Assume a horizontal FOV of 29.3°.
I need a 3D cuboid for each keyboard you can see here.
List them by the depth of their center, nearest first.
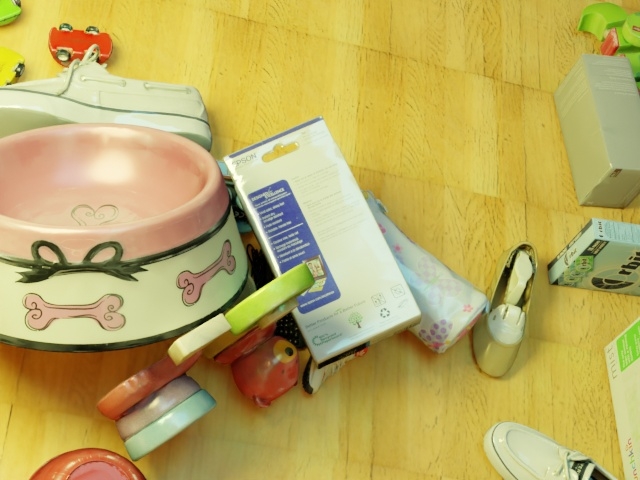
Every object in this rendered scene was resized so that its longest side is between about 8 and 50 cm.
[{"bbox_3d":[-0.060,0.063,1.808,0.100,0.038,0.192,9,58,-13],"label":"keyboard"}]

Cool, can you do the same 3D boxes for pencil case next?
[{"bbox_3d":[0.120,0.047,1.833,0.273,0.113,0.124,42,54,8],"label":"pencil case"}]

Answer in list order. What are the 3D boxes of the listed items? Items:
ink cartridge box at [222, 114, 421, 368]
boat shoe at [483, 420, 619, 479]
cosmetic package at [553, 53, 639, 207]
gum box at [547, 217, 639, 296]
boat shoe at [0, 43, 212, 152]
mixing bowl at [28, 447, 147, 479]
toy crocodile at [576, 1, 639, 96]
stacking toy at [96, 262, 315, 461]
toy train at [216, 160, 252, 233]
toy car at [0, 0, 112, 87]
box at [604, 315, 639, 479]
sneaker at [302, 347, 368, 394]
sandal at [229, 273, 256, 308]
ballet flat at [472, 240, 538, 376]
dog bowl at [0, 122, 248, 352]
[{"bbox_3d":[0.000,0.000,1.742,0.165,0.065,0.332,-23,75,-5],"label":"ink cartridge box"},{"bbox_3d":[0.359,0.343,1.756,0.267,0.088,0.096,39,57,6],"label":"boat shoe"},{"bbox_3d":[0.483,-0.186,2.084,0.107,0.127,0.238,0,63,-18],"label":"cosmetic package"},{"bbox_3d":[0.478,0.030,1.937,0.184,0.157,0.041,9,59,-15],"label":"gum box"},{"bbox_3d":[-0.342,-0.213,1.814,0.367,0.136,0.156,2,61,-21],"label":"boat shoe"},{"bbox_3d":[-0.286,0.333,1.538,0.181,0.098,0.181,8,60,-14],"label":"mixing bowl"},{"bbox_3d":[0.562,-0.290,2.180,0.105,0.115,0.340,-8,62,-17],"label":"toy crocodile"},{"bbox_3d":[-0.114,0.171,1.582,0.309,0.279,0.130,-32,86,-38],"label":"stacking toy"},{"bbox_3d":[-0.159,-0.076,1.832,0.184,0.080,0.105,7,53,-15],"label":"toy train"},{"bbox_3d":[-0.469,-0.319,1.882,0.239,0.053,0.225,-28,73,-31],"label":"toy car"},{"bbox_3d":[0.540,0.232,1.796,0.127,0.231,0.262,7,60,-16],"label":"box"},{"bbox_3d":[0.029,0.158,1.770,0.075,0.057,0.161,22,53,1],"label":"sneaker"},{"bbox_3d":[-0.194,0.020,1.763,0.240,0.088,0.079,18,28,5],"label":"sandal"},{"bbox_3d":[0.287,0.097,1.884,0.080,0.073,0.232,20,57,-6],"label":"ballet flat"},{"bbox_3d":[-0.295,-0.024,1.581,0.408,0.150,0.408,1,27,-1],"label":"dog bowl"}]
